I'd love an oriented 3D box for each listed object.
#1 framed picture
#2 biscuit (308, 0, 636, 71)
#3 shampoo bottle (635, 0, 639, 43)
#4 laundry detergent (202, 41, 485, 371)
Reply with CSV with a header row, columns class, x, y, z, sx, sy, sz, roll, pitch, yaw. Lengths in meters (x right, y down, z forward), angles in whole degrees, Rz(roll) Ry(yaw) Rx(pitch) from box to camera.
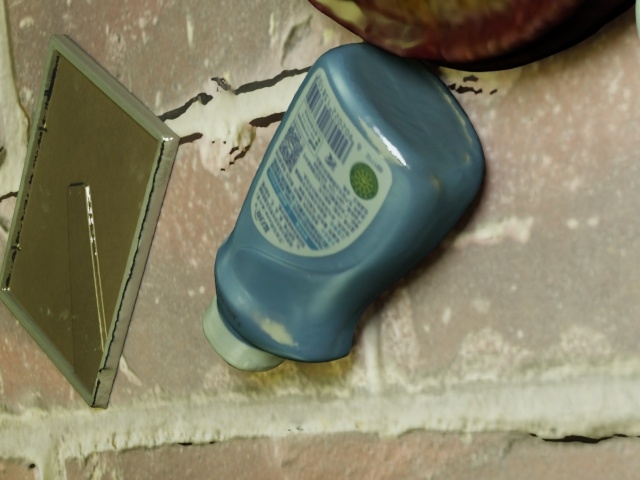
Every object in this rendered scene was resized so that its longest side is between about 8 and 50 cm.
class,x,y,z,sx,sy,sz,roll,pitch,yaw
framed picture,-0.226,-0.017,1.358,0.211,0.020,0.289,41,123,40
biscuit,0.050,-0.289,0.851,0.407,0.091,0.407,31,135,38
shampoo bottle,0.305,-0.141,0.605,0.349,0.151,0.222,-41,57,45
laundry detergent,0.000,0.000,1.040,0.143,0.094,0.290,55,135,23
